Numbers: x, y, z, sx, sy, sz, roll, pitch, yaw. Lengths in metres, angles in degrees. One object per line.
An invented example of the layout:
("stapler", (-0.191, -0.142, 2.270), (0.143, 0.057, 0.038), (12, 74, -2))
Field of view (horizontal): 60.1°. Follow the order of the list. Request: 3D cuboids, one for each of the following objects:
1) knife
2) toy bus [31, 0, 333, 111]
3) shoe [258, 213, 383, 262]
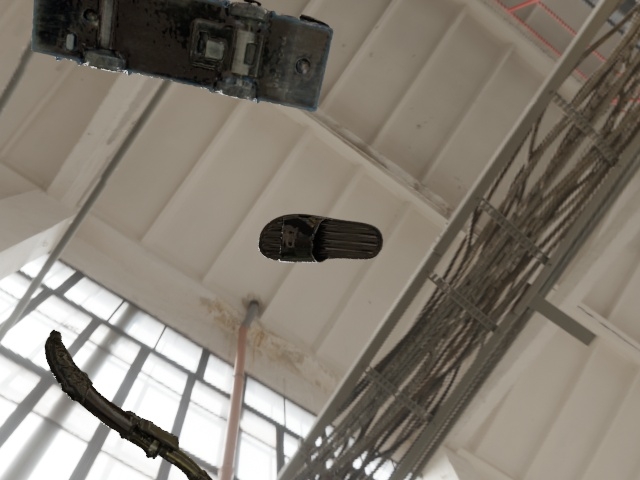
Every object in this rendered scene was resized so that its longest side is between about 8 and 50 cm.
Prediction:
("knife", (-0.161, 0.164, 0.485), (0.021, 0.045, 0.222), (-38, -77, 14))
("toy bus", (-0.143, -0.222, 0.613), (0.298, 0.131, 0.106), (11, -73, -8))
("shoe", (0.000, 0.000, 0.691), (0.160, 0.053, 0.062), (2, -82, 0))
